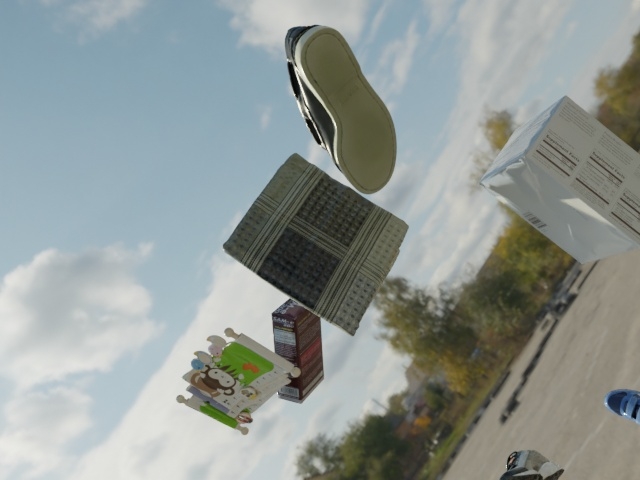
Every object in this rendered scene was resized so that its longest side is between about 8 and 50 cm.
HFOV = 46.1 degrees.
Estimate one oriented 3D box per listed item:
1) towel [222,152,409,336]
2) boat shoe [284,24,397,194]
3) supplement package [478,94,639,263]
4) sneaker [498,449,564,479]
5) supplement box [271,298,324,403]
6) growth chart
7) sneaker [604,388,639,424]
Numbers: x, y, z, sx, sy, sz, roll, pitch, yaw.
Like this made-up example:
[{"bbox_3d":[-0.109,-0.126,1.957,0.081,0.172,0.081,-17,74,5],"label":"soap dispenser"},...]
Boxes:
[{"bbox_3d":[0.000,0.000,1.523,0.324,0.312,0.056,-57,-1,-40],"label":"towel"},{"bbox_3d":[0.027,-0.224,1.290,0.127,0.113,0.340,-43,-48,-7],"label":"boat shoe"},{"bbox_3d":[0.464,-0.102,1.373,0.145,0.262,0.204,-53,3,-14],"label":"supplement package"},{"bbox_3d":[0.465,0.543,1.741,0.271,0.108,0.100,13,-68,-54],"label":"sneaker"},{"bbox_3d":[-0.054,0.265,1.860,0.130,0.073,0.239,-37,-50,-55],"label":"supplement box"},{"bbox_3d":[-0.146,0.238,1.262,0.237,0.172,0.021,-50,21,37],"label":"growth chart"},{"bbox_3d":[0.565,0.298,1.309,0.059,0.144,0.053,8,-84,-53],"label":"sneaker"}]
